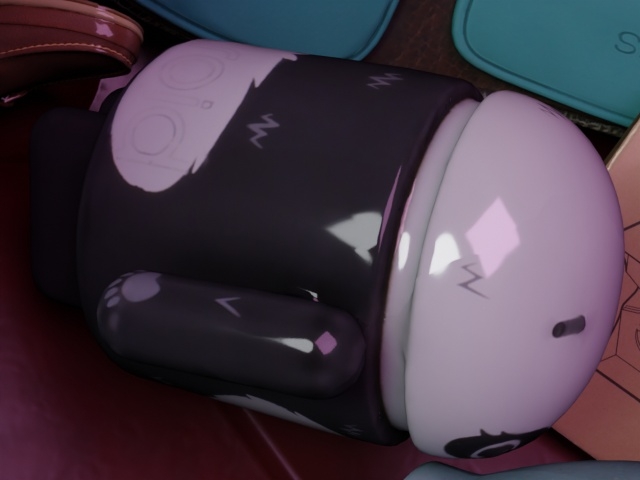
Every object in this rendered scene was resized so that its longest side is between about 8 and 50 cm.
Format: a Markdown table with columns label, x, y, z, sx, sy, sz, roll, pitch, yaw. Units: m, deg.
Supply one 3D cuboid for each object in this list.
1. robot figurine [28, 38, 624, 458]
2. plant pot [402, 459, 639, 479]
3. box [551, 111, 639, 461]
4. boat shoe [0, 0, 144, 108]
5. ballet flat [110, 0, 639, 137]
| label | x | y | z | sx | sy | sz | roll | pitch | yaw |
| --- | --- | --- | --- | --- | --- | --- | --- | --- | --- |
| robot figurine | -0.001 | 0.003 | 0.551 | 0.278 | 0.173 | 0.209 | 12 | 60 | 21 |
| plant pot | 0.093 | 0.213 | 0.501 | 0.196 | 0.293 | 0.293 | 25 | 60 | 20 |
| box | 0.202 | 0.035 | 0.673 | 0.164 | 0.021 | 0.201 | 35 | 96 | -6 |
| boat shoe | -0.175 | -0.087 | 0.598 | 0.178 | 0.064 | 0.060 | 0 | 75 | 12 |
| ballet flat | 0.054 | -0.171 | 0.694 | 0.482 | 0.164 | 0.182 | 13 | 28 | -20 |
